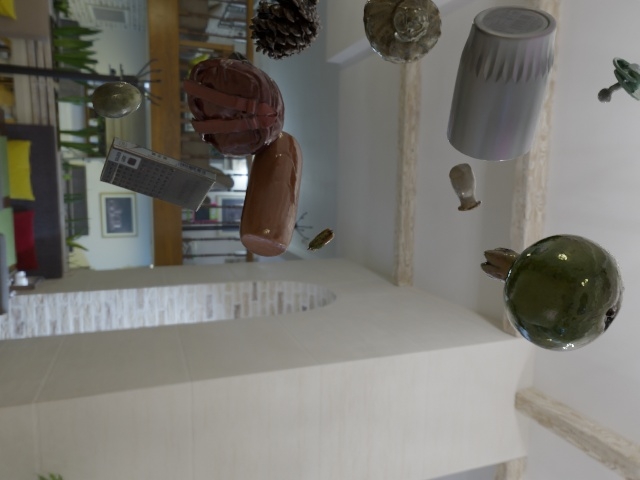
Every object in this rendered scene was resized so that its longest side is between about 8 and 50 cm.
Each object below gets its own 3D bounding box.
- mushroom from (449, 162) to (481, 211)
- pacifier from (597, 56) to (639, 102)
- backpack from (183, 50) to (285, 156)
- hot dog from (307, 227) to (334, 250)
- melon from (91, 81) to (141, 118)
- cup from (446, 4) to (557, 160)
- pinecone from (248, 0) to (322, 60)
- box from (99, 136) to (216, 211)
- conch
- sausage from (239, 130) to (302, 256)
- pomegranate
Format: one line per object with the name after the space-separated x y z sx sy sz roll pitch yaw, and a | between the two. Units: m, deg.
0.569 -0.205 1.851 0.088 0.097 0.212 20 -42 49 | mushroom
0.790 -0.415 1.248 0.117 0.127 0.150 -36 -163 49 | pacifier
-0.177 -0.282 1.006 0.229 0.139 0.229 12 -64 27 | backpack
0.000 0.000 1.877 0.133 0.041 0.056 -38 -108 15 | hot dog
-0.561 -0.387 1.295 0.098 0.131 0.098 44 -31 36 | melon
0.499 -0.427 1.308 0.371 0.253 0.253 84 -12 -46 | cup
-0.114 -0.739 1.599 0.273 0.224 0.224 -32 -123 32 | pinecone
-0.526 -0.206 1.527 0.180 0.325 0.047 -44 -143 43 | box
0.179 -0.538 1.158 0.210 0.159 0.291 55 -2 -22 | conch
-0.106 -0.113 1.061 0.121 0.121 0.304 124 -23 -57 | sausage
0.348 0.074 0.728 0.211 0.179 0.179 10 -76 26 | pomegranate
